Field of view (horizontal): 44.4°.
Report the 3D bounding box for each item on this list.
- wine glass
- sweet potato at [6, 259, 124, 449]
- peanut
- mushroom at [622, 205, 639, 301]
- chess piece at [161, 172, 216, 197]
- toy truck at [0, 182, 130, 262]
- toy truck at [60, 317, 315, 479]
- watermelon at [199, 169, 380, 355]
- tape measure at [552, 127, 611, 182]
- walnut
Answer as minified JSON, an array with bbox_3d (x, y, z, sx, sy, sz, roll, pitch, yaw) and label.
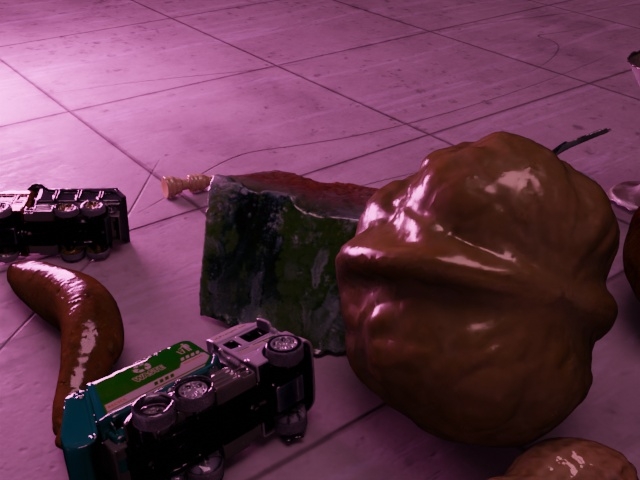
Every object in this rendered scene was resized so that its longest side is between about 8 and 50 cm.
[{"bbox_3d":[0.523,-0.162,1.200,0.156,0.232,0.156,1,29,-1],"label":"wine glass"},{"bbox_3d":[-0.277,0.101,0.886,0.108,0.079,0.346,-36,40,-5],"label":"sweet potato"},{"bbox_3d":[0.190,0.232,0.667,0.227,0.086,0.104,-21,50,-36],"label":"peanut"},{"bbox_3d":[0.496,0.023,0.921,0.263,0.195,0.283,-2,13,10],"label":"mushroom"},{"bbox_3d":[-0.205,-0.092,1.251,0.092,0.035,0.035,-12,33,-28],"label":"chess piece"},{"bbox_3d":[-0.364,-0.026,1.085,0.192,0.083,0.092,-1,31,-6],"label":"toy truck"},{"bbox_3d":[-0.125,0.163,0.749,0.253,0.114,0.124,-24,33,-38],"label":"toy truck"},{"bbox_3d":[-0.002,-0.009,1.001,0.264,0.151,0.302,10,32,15],"label":"watermelon"},{"bbox_3d":[0.393,-0.088,1.216,0.330,0.084,0.164,-24,40,-37],"label":"tape measure"},{"bbox_3d":[0.151,0.047,0.772,0.282,0.253,0.277,-51,15,-14],"label":"walnut"}]
